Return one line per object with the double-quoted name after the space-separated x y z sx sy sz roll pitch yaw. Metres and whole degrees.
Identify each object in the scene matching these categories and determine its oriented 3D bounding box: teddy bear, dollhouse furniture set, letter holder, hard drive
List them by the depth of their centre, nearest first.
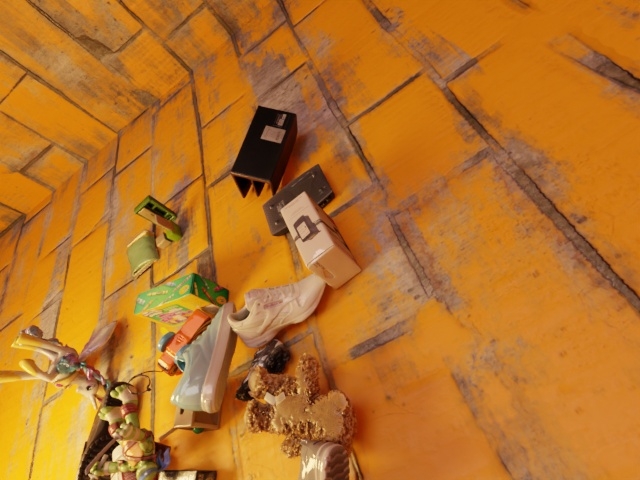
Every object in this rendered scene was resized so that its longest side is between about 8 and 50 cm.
-0.055 0.411 0.996 0.338 0.113 0.245 -20 64 27 "teddy bear"
-0.074 -0.131 1.382 0.255 0.054 0.172 -35 49 14 "hard drive"
-0.198 -0.310 1.534 0.152 0.214 0.301 14 69 7 "letter holder"
-0.770 -0.009 1.743 0.301 0.151 0.197 -40 48 10 "dollhouse furniture set"

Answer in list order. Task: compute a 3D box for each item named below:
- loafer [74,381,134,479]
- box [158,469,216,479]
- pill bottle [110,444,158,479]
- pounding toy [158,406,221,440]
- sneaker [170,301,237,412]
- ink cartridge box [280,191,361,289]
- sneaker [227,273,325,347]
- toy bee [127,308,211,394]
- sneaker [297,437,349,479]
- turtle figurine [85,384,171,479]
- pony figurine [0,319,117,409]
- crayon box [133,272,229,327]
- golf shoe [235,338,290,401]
-0.694 0.660 1.323 0.130 0.134 0.365 -44 32 38 "loafer"
-0.364 0.707 1.068 0.147 0.077 0.180 -18 55 27 "box"
-0.532 0.701 1.164 0.121 0.121 0.221 -43 46 7 "pill bottle"
-0.367 0.498 1.161 0.100 0.130 0.141 -19 54 26 "pounding toy"
-0.331 0.311 1.165 0.150 0.135 0.366 3 33 -1 "sneaker"
0.000 0.000 1.167 0.100 0.172 0.237 -37 48 11 "ink cartridge box"
-0.123 0.180 1.147 0.305 0.152 0.114 -36 27 2 "sneaker"
-0.474 0.365 1.317 0.298 0.162 0.195 -29 63 -20 "toy bee"
-0.001 0.559 0.858 0.115 0.105 0.281 0 84 47 "sneaker"
-0.568 0.545 1.102 0.275 0.197 0.266 -14 39 -29 "turtle figurine"
-0.946 0.450 1.509 0.303 0.363 0.351 -50 31 10 "pony figurine"
-0.476 0.212 1.389 0.279 0.165 0.081 -20 54 25 "crayon box"
-0.167 0.367 1.147 0.198 0.077 0.094 -46 31 0 "golf shoe"
